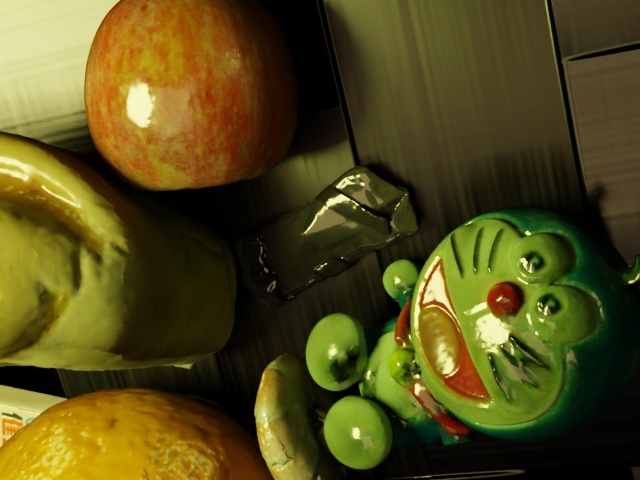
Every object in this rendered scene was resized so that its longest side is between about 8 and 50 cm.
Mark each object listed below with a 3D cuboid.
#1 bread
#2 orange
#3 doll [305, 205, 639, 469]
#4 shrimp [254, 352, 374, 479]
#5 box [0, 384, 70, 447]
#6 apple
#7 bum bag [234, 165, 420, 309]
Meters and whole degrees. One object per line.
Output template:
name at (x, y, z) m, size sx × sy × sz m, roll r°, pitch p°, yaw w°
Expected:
bread at (-0.270, 0.012, 0.881) m, size 0.300 × 0.341 × 0.210 m, roll -1°, pitch 85°, yaw 22°
orange at (-0.186, 0.315, 0.960) m, size 0.340 × 0.293 × 0.341 m, roll 0°, pitch 111°, yaw 0°
doll at (0.146, 0.084, 0.864) m, size 0.322 × 0.186 × 0.198 m, roll -26°, pitch 68°, yaw 39°
shrimp at (0.001, 0.215, 0.976) m, size 0.059 × 0.145 × 0.254 m, roll -19°, pitch 127°, yaw 23°
box at (-0.398, 0.294, 1.158) m, size 0.265 × 0.048 × 0.273 m, roll 8°, pitch 110°, yaw 12°
apple at (-0.112, -0.134, 0.857) m, size 0.188 × 0.188 × 0.174 m, roll -4°, pitch 96°, yaw 17°
bum bag at (0.000, 0.000, 0.946) m, size 0.197 × 0.049 × 0.087 m, roll -30°, pitch 103°, yaw 22°
